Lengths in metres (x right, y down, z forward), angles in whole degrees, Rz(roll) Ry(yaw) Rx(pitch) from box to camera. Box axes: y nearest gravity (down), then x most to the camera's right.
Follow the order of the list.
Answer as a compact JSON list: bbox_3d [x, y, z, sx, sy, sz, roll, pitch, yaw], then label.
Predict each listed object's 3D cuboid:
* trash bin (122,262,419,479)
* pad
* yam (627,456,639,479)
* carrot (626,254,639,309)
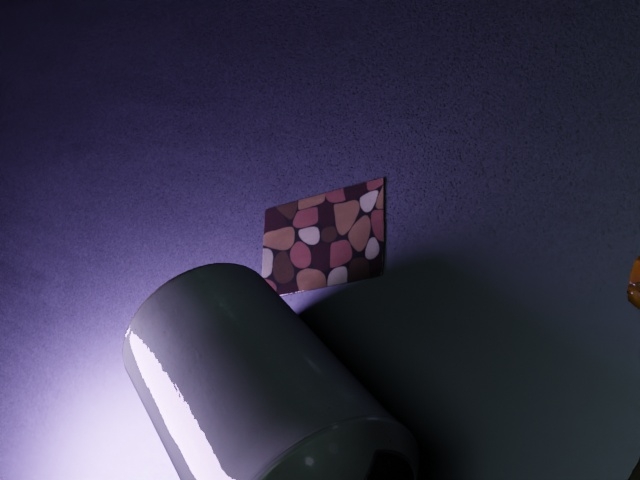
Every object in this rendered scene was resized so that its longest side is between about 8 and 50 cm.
[{"bbox_3d":[-0.070,0.245,1.227,0.280,0.280,0.432,-53,46,10],"label":"trash bin"},{"bbox_3d":[0.000,0.000,1.440,0.235,0.003,0.158,-13,65,34],"label":"pad"},{"bbox_3d":[0.338,0.310,1.001,0.083,0.083,0.372,37,99,41],"label":"yam"},{"bbox_3d":[0.428,0.061,1.028,0.173,0.082,0.082,17,84,34],"label":"carrot"}]
